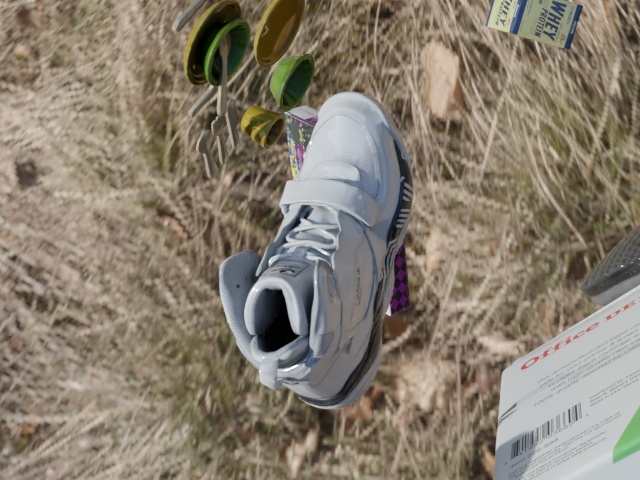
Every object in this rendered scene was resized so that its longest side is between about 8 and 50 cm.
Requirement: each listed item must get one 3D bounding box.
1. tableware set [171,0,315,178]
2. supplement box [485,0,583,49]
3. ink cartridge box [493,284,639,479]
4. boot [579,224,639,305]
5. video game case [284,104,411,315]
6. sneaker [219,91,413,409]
[{"bbox_3d":[-0.032,-0.100,0.709,0.024,0.104,0.154,29,156,18],"label":"tableware set"},{"bbox_3d":[0.261,-0.274,1.610,0.083,0.083,0.056,12,102,-19],"label":"supplement box"},{"bbox_3d":[0.251,0.145,1.008,0.211,0.289,0.121,-33,98,17],"label":"ink cartridge box"},{"bbox_3d":[0.450,0.058,1.384,0.223,0.118,0.338,51,140,-7],"label":"boot"},{"bbox_3d":[0.034,-0.042,1.715,0.041,0.210,0.232,-21,118,-27],"label":"video game case"},{"bbox_3d":[0.000,0.000,1.443,0.137,0.210,0.366,5,84,23],"label":"sneaker"}]
